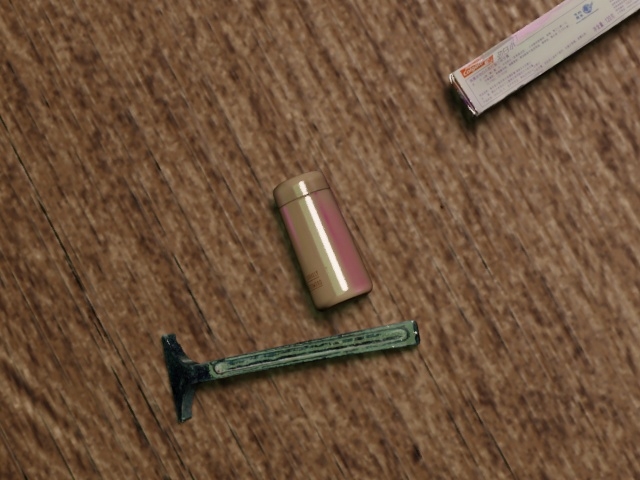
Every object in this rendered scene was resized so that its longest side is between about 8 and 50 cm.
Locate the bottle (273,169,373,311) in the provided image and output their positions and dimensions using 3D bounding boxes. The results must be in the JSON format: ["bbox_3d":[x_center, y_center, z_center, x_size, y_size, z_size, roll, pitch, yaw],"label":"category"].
[{"bbox_3d":[0.000,0.000,1.366,0.045,0.045,0.096,-24,85,11],"label":"bottle"}]

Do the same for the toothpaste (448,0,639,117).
[{"bbox_3d":[0.180,-0.153,1.326,0.196,0.047,0.040,-34,87,10],"label":"toothpaste"}]

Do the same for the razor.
[{"bbox_3d":[-0.022,0.084,1.377,0.190,0.033,0.066,-11,89,11],"label":"razor"}]
